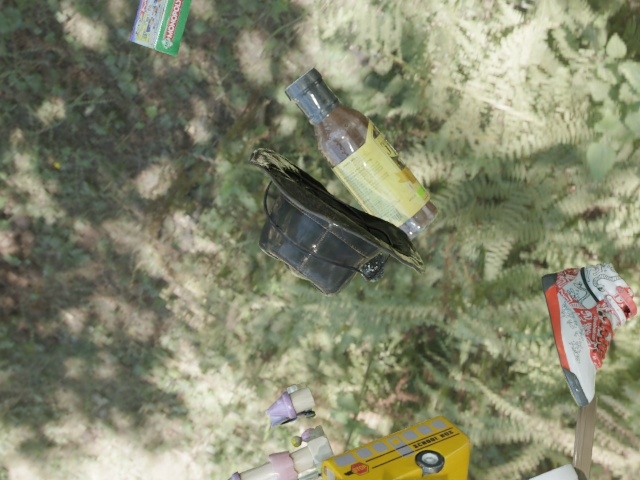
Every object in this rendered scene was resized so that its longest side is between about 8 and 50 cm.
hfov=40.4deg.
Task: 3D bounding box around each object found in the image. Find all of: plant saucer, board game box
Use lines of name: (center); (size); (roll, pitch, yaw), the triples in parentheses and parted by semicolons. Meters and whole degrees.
plant saucer: (0.609, 0.476, 2.011); (0.041, 0.278, 0.278); (6, 127, 18)
board game box: (-0.264, -0.502, 1.577); (0.046, 0.213, 0.317); (12, 100, -27)

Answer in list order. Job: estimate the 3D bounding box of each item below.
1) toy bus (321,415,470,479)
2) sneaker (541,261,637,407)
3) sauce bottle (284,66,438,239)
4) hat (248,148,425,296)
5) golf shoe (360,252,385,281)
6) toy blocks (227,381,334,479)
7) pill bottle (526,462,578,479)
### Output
toy bus: (0.117, 0.429, 1.557); (0.130, 0.332, 0.108); (37, 133, 50)
sneaker: (0.469, 0.148, 1.474); (0.145, 0.270, 0.090); (-15, 134, 15)
sauce bottle: (0.069, -0.151, 1.541); (0.111, 0.111, 0.344); (-32, 101, 36)
hat: (0.000, 0.000, 1.258); (0.331, 0.331, 0.134); (31, 99, -3)
golf shoe: (0.072, 0.022, 1.917); (0.198, 0.077, 0.094); (59, 146, 26)
toy blocks: (-0.101, 0.465, 1.747); (0.260, 0.309, 0.288); (-20, 160, -5)
pill bottle: (0.515, 0.612, 1.782); (0.162, 0.162, 0.278); (-37, 66, 37)
